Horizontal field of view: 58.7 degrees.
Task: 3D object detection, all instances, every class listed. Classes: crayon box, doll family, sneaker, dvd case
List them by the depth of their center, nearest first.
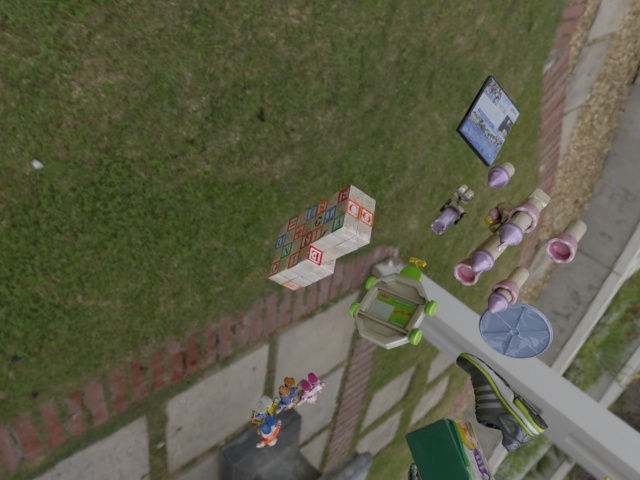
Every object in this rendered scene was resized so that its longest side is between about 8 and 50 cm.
[{"bbox_3d":[0.331,0.567,1.269,0.106,0.313,0.363,-27,155,13],"label":"crayon box"},{"bbox_3d":[0.427,0.400,1.445,0.121,0.300,0.111,-47,124,5],"label":"sneaker"},{"bbox_3d":[-0.112,0.464,1.619,0.263,0.118,0.163,-41,154,-26],"label":"doll family"},{"bbox_3d":[0.562,-0.399,1.898,0.180,0.022,0.253,41,69,-23],"label":"dvd case"}]

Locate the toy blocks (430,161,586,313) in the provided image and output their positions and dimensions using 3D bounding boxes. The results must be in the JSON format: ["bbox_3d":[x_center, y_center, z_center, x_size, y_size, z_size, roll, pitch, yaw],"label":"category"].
[{"bbox_3d":[0.407,0.006,1.382,0.260,0.309,0.289,-37,166,-38],"label":"toy blocks"}]

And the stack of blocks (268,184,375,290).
[{"bbox_3d":[0.000,0.000,1.452,0.087,0.297,0.171,30,54,-28],"label":"stack of blocks"}]

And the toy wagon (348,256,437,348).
[{"bbox_3d":[0.274,0.213,2.007,0.344,0.267,0.068,-55,147,-23],"label":"toy wagon"}]

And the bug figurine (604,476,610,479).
[{"bbox_3d":[0.617,0.664,1.315,0.072,0.217,0.279,-2,159,-45],"label":"bug figurine"}]

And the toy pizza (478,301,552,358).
[{"bbox_3d":[0.555,0.251,1.621,0.032,0.201,0.201,-50,157,-50],"label":"toy pizza"}]

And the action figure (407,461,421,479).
[{"bbox_3d":[0.321,0.818,1.867,0.063,0.232,0.137,-29,122,36],"label":"action figure"}]
